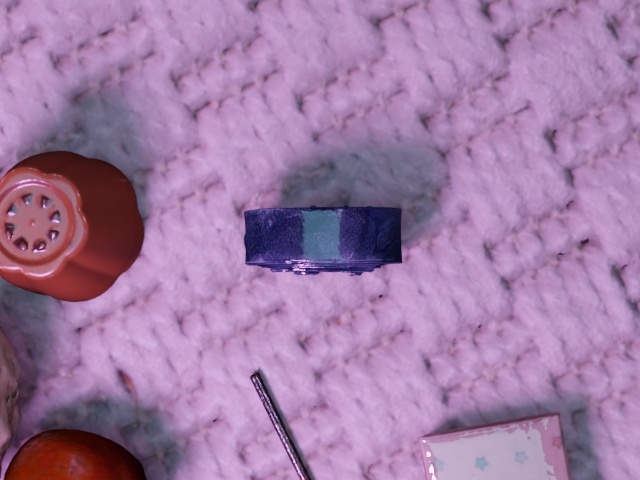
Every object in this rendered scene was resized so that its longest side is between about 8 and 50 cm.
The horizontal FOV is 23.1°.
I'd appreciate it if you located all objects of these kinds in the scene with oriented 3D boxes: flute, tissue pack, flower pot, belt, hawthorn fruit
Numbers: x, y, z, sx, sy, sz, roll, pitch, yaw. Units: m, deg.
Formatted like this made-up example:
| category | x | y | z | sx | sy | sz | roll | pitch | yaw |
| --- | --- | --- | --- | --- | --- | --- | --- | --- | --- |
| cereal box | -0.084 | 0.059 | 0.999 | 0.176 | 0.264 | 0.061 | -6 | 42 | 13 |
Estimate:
| category | x | y | z | sx | sy | sz | roll | pitch | yaw |
| --- | --- | --- | --- | --- | --- | --- | --- | --- | --- |
| flute | -0.021 | 0.279 | 1.886 | 0.014 | 0.014 | 0.269 | -27 | 86 | 4 |
| tissue pack | 0.227 | 0.374 | 1.831 | 0.170 | 0.071 | 0.325 | -11 | 87 | 7 |
| flower pot | -0.314 | -0.021 | 1.842 | 0.191 | 0.173 | 0.190 | 0 | 87 | 4 |
| belt | 0.000 | 0.000 | 1.825 | 0.190 | 0.141 | 0.082 | -1 | 87 | 7 |
| hawthorn fruit | -0.276 | 0.302 | 1.826 | 0.188 | 0.169 | 0.169 | -5 | 88 | 35 |

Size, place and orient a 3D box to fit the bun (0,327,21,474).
| category | x | y | z | sx | sy | sz | roll | pitch | yaw |
| --- | --- | --- | --- | --- | --- | --- | --- | --- | --- |
| bun | -0.437 | 0.216 | 1.837 | 0.146 | 0.287 | 0.287 | 17 | 91 | -36 |
